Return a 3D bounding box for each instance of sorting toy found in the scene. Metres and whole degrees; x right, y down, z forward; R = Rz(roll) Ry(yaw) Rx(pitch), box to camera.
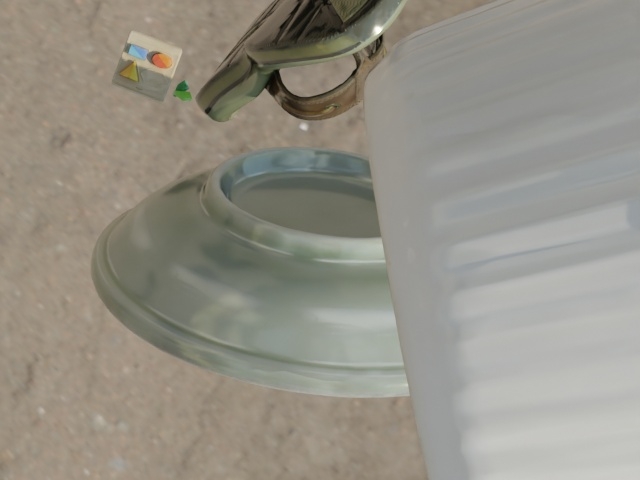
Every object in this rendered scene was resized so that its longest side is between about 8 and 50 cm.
[{"bbox_3d":[-0.165,-0.174,1.658,0.083,0.012,0.062,20,88,-8],"label":"sorting toy"}]

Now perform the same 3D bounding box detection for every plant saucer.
[{"bbox_3d":[0.000,0.000,1.431,0.400,0.400,0.101,-7,117,-28],"label":"plant saucer"}]

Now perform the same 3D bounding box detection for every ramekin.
[{"bbox_3d":[0.098,0.029,0.606,0.127,0.273,0.273,-12,116,6],"label":"ramekin"}]

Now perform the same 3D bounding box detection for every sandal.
[{"bbox_3d":[0.000,-0.132,1.122,0.086,0.303,0.120,44,74,-9],"label":"sandal"}]
